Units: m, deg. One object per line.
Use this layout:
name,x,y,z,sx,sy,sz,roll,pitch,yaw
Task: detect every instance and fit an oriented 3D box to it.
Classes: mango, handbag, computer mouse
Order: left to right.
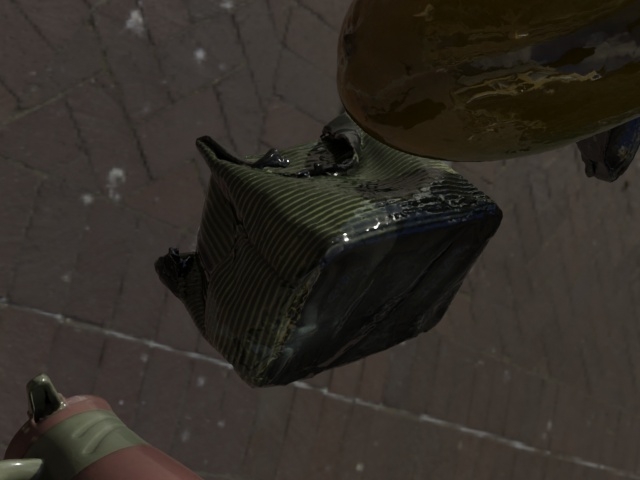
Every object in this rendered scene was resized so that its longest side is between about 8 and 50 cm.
handbag,0.000,0.000,1.055,0.341,0.240,0.247,-16,139,-43
mango,0.132,-0.108,0.537,0.156,0.251,0.114,51,39,-60
computer mouse,0.304,-0.146,1.015,0.062,0.105,0.192,-22,139,-6

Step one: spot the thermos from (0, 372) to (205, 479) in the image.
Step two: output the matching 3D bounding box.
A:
thermos,-0.121,0.213,0.630,0.176,0.265,0.146,12,114,-55
